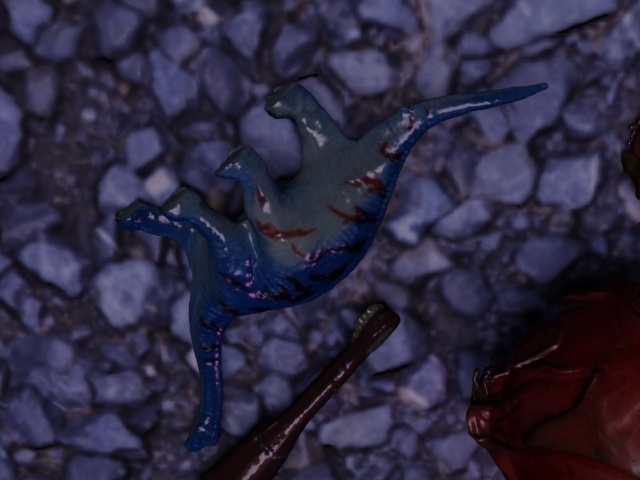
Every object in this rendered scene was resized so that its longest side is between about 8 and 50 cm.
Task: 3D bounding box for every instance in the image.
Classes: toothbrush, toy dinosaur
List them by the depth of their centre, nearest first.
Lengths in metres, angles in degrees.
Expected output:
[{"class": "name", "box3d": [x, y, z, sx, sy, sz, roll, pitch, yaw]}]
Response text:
[{"class": "toy dinosaur", "box3d": [-0.030, -0.010, 0.446, 0.144, 0.076, 0.329, 37, 104, -17]}, {"class": "toothbrush", "box3d": [-0.072, 0.178, 0.513, 0.041, 0.041, 0.364, 39, 102, -11]}]

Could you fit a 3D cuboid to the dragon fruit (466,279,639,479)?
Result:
[{"class": "dragon fruit", "box3d": [0.198, 0.103, 0.436, 0.210, 0.172, 0.172, -23, 105, 16]}]

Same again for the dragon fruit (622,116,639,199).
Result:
[{"class": "dragon fruit", "box3d": [0.246, -0.046, 0.444, 0.112, 0.068, 0.126, 19, 106, -7]}]
